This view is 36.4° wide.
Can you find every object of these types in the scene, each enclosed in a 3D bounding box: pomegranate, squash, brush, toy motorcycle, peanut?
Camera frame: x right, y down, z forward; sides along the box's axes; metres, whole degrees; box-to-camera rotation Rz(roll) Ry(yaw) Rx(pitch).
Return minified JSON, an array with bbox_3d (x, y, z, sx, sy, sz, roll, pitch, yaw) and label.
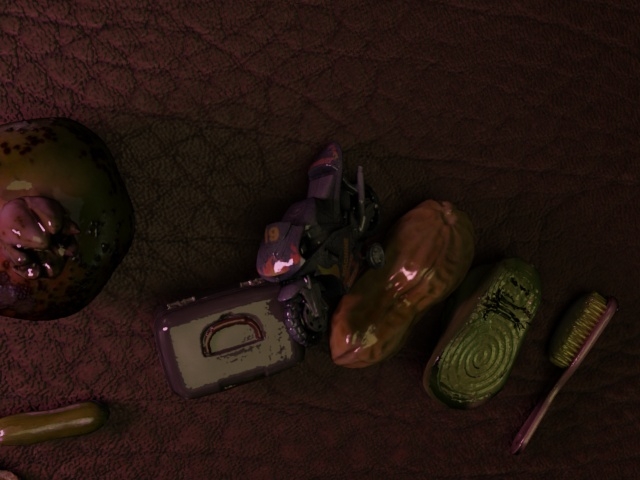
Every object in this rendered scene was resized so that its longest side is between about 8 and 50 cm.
[{"bbox_3d":[-0.370,-0.015,1.239,0.285,0.340,0.285,-4,102,-17],"label":"pomegranate"},{"bbox_3d":[-0.401,0.270,1.428,0.183,0.052,0.052,-8,101,-15],"label":"squash"},{"bbox_3d":[0.388,0.216,1.621,0.067,0.072,0.313,31,94,6],"label":"brush"},{"bbox_3d":[0.000,0.000,1.398,0.173,0.108,0.307,52,44,-27],"label":"toy motorcycle"},{"bbox_3d":[0.120,0.069,1.478,0.147,0.147,0.305,43,87,-16],"label":"peanut"}]

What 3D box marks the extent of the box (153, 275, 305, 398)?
[{"bbox_3d":[-0.137,0.136,1.432,0.210,0.129,0.148,-16,102,-11],"label":"box"}]

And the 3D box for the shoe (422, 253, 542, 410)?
[{"bbox_3d":[0.259,0.146,1.534,0.140,0.128,0.262,30,89,-6],"label":"shoe"}]

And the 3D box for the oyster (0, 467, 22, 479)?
[{"bbox_3d":[-0.517,0.377,1.415,0.177,0.056,0.105,8,85,-16],"label":"oyster"}]
